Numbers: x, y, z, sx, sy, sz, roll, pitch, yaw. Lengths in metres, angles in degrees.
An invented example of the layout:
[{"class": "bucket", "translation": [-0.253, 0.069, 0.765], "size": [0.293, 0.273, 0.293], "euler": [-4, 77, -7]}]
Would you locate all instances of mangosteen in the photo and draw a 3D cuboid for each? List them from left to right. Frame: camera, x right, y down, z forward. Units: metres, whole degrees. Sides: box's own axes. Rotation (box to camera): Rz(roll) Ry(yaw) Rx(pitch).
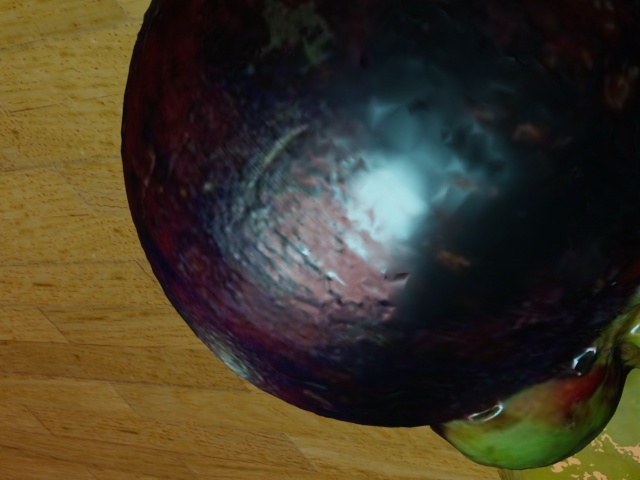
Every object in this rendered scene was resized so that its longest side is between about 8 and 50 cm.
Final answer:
[{"class": "mangosteen", "translation": [0.073, -0.030, 0.714], "size": [0.359, 0.306, 0.306], "euler": [55, 156, 19]}]

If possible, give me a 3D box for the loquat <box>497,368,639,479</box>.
[{"class": "loquat", "translation": [0.208, 0.109, 0.880], "size": [0.244, 0.244, 0.244], "euler": [26, 150, 16]}]
